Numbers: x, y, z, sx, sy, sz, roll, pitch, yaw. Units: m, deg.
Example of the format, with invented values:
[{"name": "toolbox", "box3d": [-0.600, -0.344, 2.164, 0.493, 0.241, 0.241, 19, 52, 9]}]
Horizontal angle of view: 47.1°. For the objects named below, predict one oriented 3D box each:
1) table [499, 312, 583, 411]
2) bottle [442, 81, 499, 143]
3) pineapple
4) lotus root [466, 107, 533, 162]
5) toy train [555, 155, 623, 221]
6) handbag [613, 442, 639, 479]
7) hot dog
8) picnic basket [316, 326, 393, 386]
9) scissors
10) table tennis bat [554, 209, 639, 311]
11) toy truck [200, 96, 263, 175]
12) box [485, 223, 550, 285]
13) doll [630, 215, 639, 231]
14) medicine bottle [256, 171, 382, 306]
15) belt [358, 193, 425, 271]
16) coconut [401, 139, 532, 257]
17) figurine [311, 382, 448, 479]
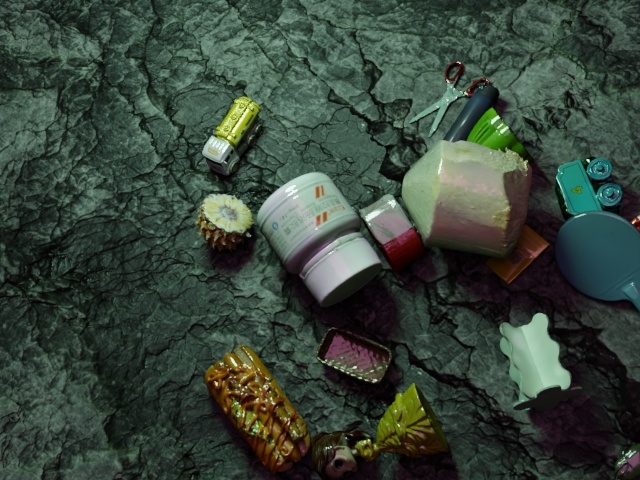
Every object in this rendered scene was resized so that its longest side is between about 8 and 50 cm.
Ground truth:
[{"name": "table", "box3d": [0.513, 0.290, 1.765, 0.166, 0.166, 0.198, -16, 58, 5]}, {"name": "bottle", "box3d": [0.425, -0.337, 2.082, 0.244, 0.082, 0.072, -57, 26, -12]}, {"name": "pineapple", "box3d": [-0.285, -0.030, 2.095, 0.161, 0.137, 0.176, -6, 51, -38]}, {"name": "lotus root", "box3d": [0.458, -0.242, 1.999, 0.186, 0.186, 0.186, -4, 67, 11]}, {"name": "toy train", "box3d": [0.700, -0.122, 1.918, 0.154, 0.107, 0.198, -17, 65, 13]}, {"name": "handbag", "box3d": [0.713, 0.511, 1.680, 0.111, 0.047, 0.072, -38, 71, -5]}, {"name": "hot dog", "box3d": [-0.164, 0.425, 1.870, 0.158, 0.117, 0.349, -38, 66, -4]}, {"name": "picnic basket", "box3d": [0.089, 0.301, 1.900, 0.193, 0.055, 0.110, 22, 75, 19]}, {"name": "scissors", "box3d": [0.370, -0.411, 2.156, 0.144, 0.017, 0.248, 40, 82, 24]}, {"name": "table tennis bat", "box3d": [0.723, 0.072, 1.812, 0.329, 0.044, 0.215, 50, 121, 7]}, {"name": "toy truck", "box3d": [-0.263, -0.316, 2.200, 0.098, 0.114, 0.227, 26, 76, 21]}, {"name": "box", "box3d": [0.518, 0.038, 1.934, 0.155, 0.023, 0.087, -42, 68, -7]}, {"name": "doll", "box3d": [0.777, 0.007, 1.852, 0.244, 0.076, 0.143, -11, 98, 10]}, {"name": "medicine bottle", "box3d": [0.000, 0.000, 1.942, 0.241, 0.241, 0.302, -34, 75, -3]}, {"name": "belt", "box3d": [0.200, -0.027, 1.971, 0.124, 0.128, 0.201, -31, 70, -2]}, {"name": "coconut", "box3d": [0.361, -0.114, 1.873, 0.309, 0.297, 0.298, 14, 71, 5]}, {"name": "figurine", "box3d": [0.127, 0.489, 1.763, 0.315, 0.187, 0.168, -27, 63, 9]}]
